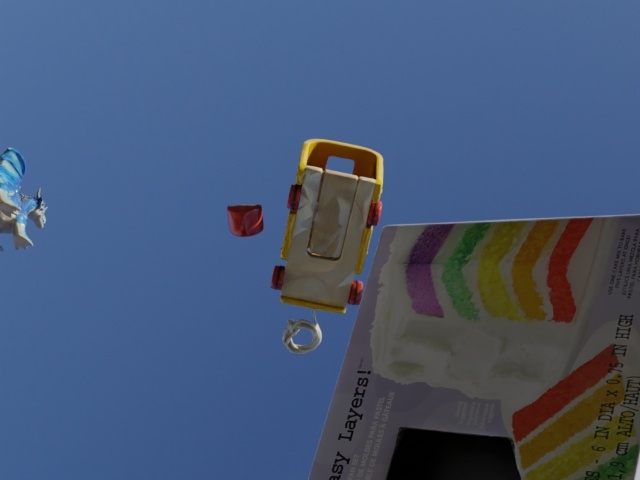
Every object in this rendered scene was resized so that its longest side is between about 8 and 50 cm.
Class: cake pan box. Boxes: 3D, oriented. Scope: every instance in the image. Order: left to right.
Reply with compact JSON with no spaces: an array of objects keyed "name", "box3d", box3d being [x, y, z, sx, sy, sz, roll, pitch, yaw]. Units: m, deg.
[{"name":"cake pan box","box3d":[0.115,0.114,0.808,0.245,0.070,0.267,-1,-117,44]}]

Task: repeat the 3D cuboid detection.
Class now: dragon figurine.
[{"name":"dragon figurine","box3d":[-0.467,-0.079,1.800,0.085,0.289,0.144,-13,-126,1]}]

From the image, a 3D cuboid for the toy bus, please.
[{"name":"toy bus","box3d":[0.008,-0.009,1.354,0.202,0.191,0.104,-29,-157,18]}]
